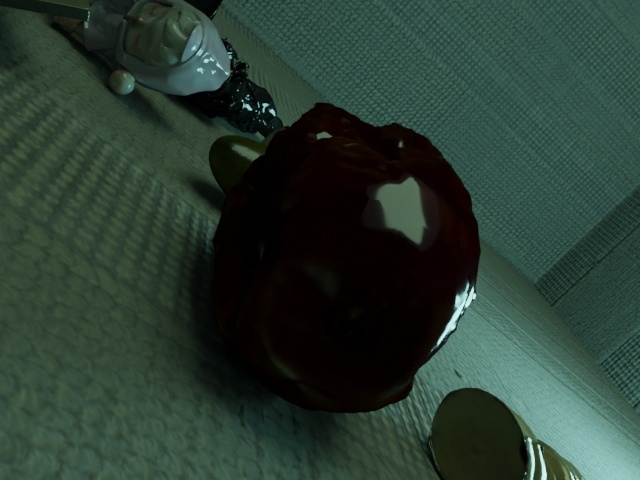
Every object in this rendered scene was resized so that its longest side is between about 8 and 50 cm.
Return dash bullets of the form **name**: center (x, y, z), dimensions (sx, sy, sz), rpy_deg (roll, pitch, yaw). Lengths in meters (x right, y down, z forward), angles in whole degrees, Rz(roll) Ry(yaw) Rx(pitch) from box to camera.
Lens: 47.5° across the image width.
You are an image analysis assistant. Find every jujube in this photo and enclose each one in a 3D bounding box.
- **jujube**: center (0.022, 0.006, 0.752), dimensions (0.276, 0.276, 0.377), rpy_deg (41, 16, -9)

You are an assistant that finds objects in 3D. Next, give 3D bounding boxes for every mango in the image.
- **mango**: center (-0.033, -0.047, 1.040), dimensions (0.289, 0.129, 0.146), rpy_deg (38, 24, -4)

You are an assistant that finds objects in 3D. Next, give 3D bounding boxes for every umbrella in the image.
- **umbrella**: center (-0.157, -0.272, 1.380), dimensions (0.336, 0.128, 0.154), rpy_deg (40, 25, -49)

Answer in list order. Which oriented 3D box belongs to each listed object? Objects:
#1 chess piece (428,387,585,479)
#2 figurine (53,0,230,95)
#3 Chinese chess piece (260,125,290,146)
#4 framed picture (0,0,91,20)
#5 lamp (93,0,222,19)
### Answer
- **chess piece**: center (0.270, 0.303, 0.919), dimensions (0.138, 0.124, 0.307), rpy_deg (9, -22, 48)
- **figurine**: center (-0.265, -0.303, 1.094), dimensions (0.276, 0.200, 0.133), rpy_deg (22, -11, 17)
- **Chinese chess piece**: center (-0.006, -0.086, 1.246), dimensions (0.250, 0.103, 0.250), rpy_deg (42, 7, -6)
- **framed picture**: center (-0.423, -0.362, 0.870), dimensions (0.240, 0.020, 0.324), rpy_deg (3, 39, -31)
- **lamp**: center (-0.303, -0.504, 1.462), dimensions (0.205, 0.374, 0.272), rpy_deg (33, -16, -15)
